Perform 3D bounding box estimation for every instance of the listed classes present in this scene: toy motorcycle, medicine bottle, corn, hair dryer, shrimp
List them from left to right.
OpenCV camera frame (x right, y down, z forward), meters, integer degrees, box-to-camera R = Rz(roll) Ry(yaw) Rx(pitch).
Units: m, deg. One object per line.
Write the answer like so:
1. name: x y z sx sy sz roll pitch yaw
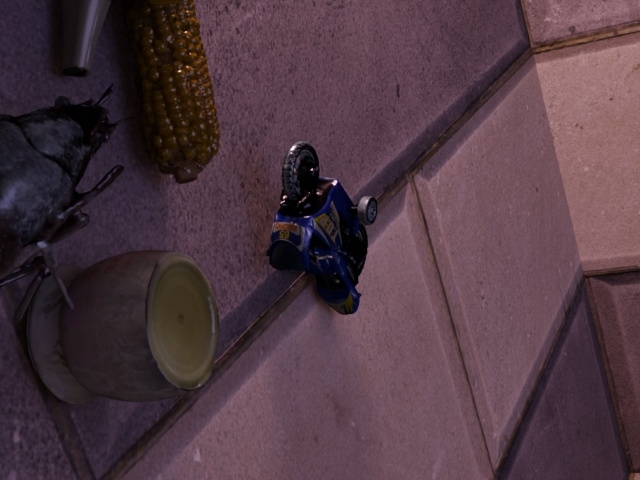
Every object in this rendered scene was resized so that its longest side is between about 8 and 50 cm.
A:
1. shrimp: -0.292 -0.013 0.837 0.221 0.166 0.410 47 31 -6
2. hair dryer: -0.248 -0.254 1.009 0.199 0.067 0.167 -71 163 -89
3. medicine bottle: -0.193 0.086 0.997 0.147 0.143 0.147 -7 90 -67
4. corn: -0.179 -0.225 1.162 0.097 0.096 0.320 -11 90 -62
5. toy motorcycle: 0.000 0.000 1.418 0.315 0.113 0.169 54 49 -54

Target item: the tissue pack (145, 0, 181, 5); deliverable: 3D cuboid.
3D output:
1. tissue pack: -0.165 -0.343 1.036 0.178 0.123 0.127 76 -5 -59
